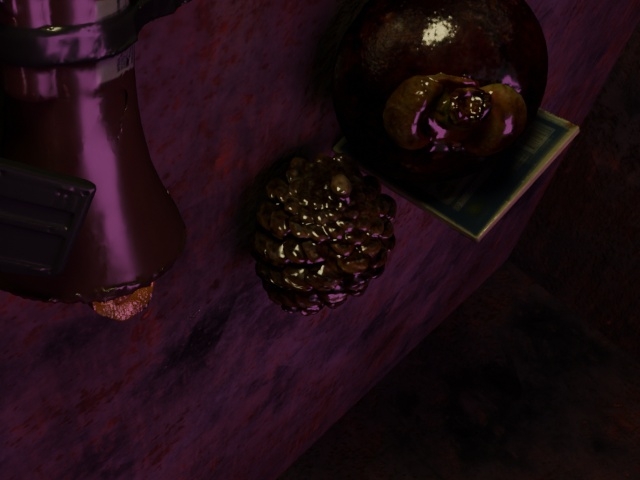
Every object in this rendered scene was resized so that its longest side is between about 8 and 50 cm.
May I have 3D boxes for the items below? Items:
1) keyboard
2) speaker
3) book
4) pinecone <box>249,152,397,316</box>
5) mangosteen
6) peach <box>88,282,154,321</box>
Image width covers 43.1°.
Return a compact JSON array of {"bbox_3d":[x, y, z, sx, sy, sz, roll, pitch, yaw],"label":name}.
[{"bbox_3d":[-0.260,-0.022,0.597,0.381,0.041,0.103,18,116,-23],"label":"keyboard"},{"bbox_3d":[-0.168,-0.137,0.691,0.259,0.198,0.330,-15,134,-37],"label":"speaker"},{"bbox_3d":[0.194,-0.151,1.235,0.228,0.322,0.018,-46,140,-7],"label":"book"},{"bbox_3d":[0.000,0.000,1.238,0.224,0.224,0.273,-32,158,-40],"label":"pinecone"},{"bbox_3d":[0.168,-0.210,1.092,0.297,0.293,0.297,-28,144,-22],"label":"mangosteen"},{"bbox_3d":[-0.255,0.049,1.007,0.098,0.061,0.098,-28,128,-42],"label":"peach"}]
